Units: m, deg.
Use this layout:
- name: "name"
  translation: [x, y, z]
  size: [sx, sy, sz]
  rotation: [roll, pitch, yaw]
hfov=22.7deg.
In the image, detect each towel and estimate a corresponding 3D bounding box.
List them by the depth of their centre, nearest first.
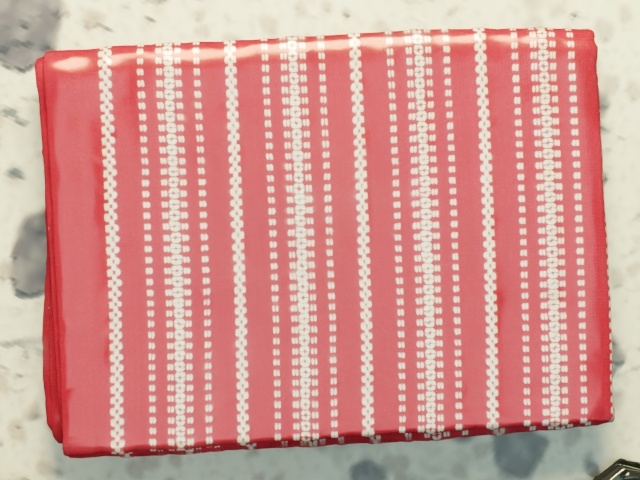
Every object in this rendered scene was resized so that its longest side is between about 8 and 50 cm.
- name: "towel"
  translation: [0.000, 0.000, 0.769]
  size: [0.275, 0.031, 0.198]
  rotation: [-3, 91, -1]

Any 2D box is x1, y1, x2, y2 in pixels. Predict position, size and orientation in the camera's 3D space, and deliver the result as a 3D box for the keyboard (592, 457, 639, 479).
- name: "keyboard"
  translation: [0.166, 0.206, 0.782]
  size: [0.108, 0.023, 0.180]
  rotation: [-39, 91, -5]
